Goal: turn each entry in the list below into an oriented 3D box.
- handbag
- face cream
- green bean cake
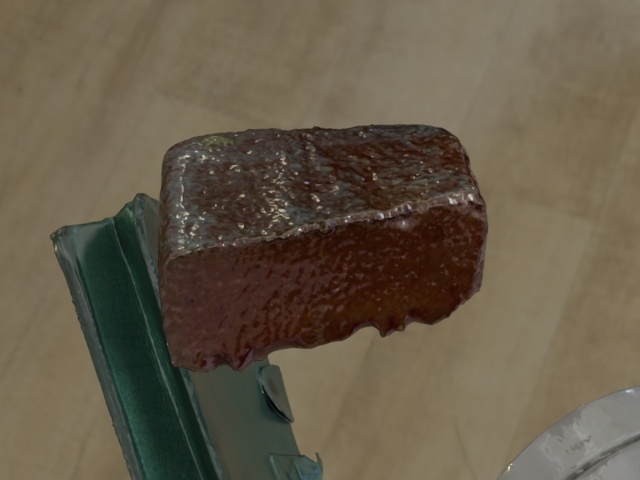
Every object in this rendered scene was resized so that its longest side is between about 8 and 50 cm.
[{"bbox_3d":[-0.094,0.127,1.490,0.089,0.238,0.326,-27,73,16],"label":"handbag"},{"bbox_3d":[0.208,0.202,1.101,0.177,0.177,0.153,-24,49,-14],"label":"face cream"},{"bbox_3d":[0.000,0.000,1.236,0.233,0.097,0.198,-4,31,-7],"label":"green bean cake"}]
